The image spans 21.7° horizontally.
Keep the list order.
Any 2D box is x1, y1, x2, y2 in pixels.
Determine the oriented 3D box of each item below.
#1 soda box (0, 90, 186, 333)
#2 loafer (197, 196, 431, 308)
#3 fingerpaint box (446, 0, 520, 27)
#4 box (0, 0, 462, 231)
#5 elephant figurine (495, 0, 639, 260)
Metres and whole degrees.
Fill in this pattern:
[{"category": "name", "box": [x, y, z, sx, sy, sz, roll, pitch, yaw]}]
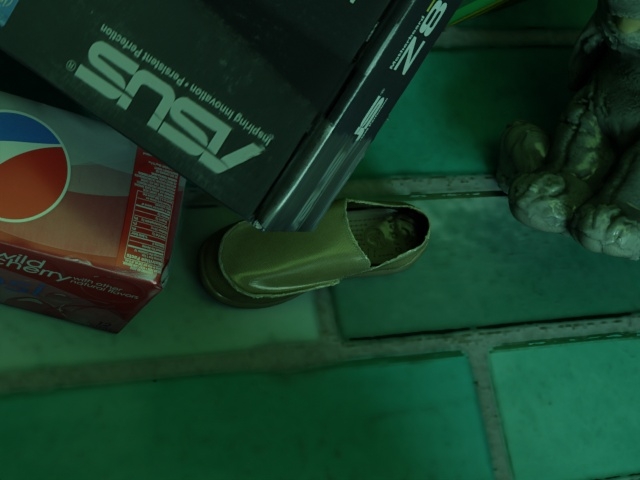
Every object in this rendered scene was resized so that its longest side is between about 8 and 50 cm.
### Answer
[{"category": "soda box", "box": [-0.206, -0.032, 0.848, 0.263, 0.092, 0.083, 16, 65, -18]}, {"category": "loafer", "box": [0.000, 0.000, 0.953, 0.148, 0.050, 0.056, -14, 77, -28]}, {"category": "fingerpaint box", "box": [0.013, -0.355, 1.031, 0.371, 0.163, 0.445, -22, 81, -29]}, {"category": "box", "box": [-0.086, -0.240, 0.826, 0.395, 0.097, 0.318, 36, 100, 13]}, {"category": "elephant figurine", "box": [0.210, -0.111, 0.987, 0.169, 0.186, 0.239, 15, 100, -1]}]
